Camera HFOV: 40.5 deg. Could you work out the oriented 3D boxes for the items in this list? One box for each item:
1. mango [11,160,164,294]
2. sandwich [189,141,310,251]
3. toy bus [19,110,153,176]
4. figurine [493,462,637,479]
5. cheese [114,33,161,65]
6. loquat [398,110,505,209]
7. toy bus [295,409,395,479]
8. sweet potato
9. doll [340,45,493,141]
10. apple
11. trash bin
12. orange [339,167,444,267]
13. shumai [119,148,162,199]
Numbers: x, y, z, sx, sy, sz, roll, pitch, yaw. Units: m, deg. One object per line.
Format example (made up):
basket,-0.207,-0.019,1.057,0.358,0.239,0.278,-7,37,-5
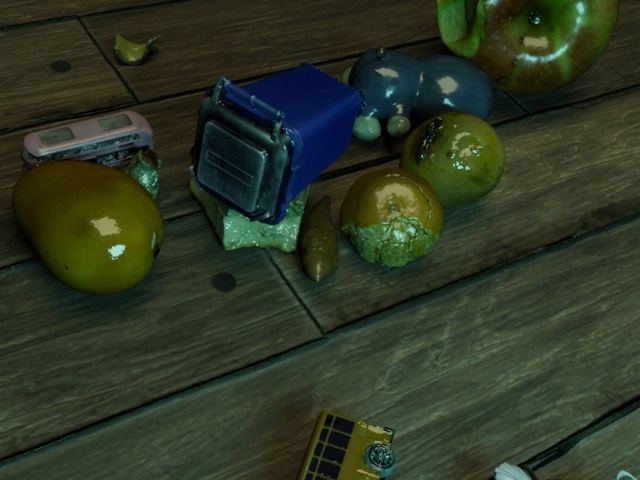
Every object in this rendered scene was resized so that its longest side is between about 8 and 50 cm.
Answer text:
mango,-0.315,-0.030,1.198,0.175,0.139,0.254,-14,44,-33
sandwich,-0.066,-0.080,1.324,0.220,0.108,0.186,-14,50,-28
toy bus,-0.356,-0.139,1.330,0.203,0.090,0.063,-20,54,-27
figurine,0.262,0.341,0.973,0.240,0.116,0.175,-11,47,-15
cheese,-0.331,-0.351,1.582,0.084,0.041,0.060,-10,39,0
loquat,0.213,-0.124,1.394,0.204,0.172,0.149,21,45,-58
toy bus,0.011,0.300,0.969,0.114,0.098,0.201,18,44,6
sweet potato,0.000,0.000,1.298,0.068,0.060,0.206,38,34,-29
doll,0.176,-0.263,1.546,0.258,0.154,0.228,10,40,-12
apple,0.386,-0.448,1.640,0.339,0.340,0.340,6,45,-6
trash bin,-0.053,-0.155,1.203,0.162,0.184,0.234,33,42,18
orange,0.108,-0.033,1.309,0.156,0.134,0.157,-1,84,8
shumai,-0.279,-0.100,1.315,0.082,0.080,0.083,-4,49,-14
